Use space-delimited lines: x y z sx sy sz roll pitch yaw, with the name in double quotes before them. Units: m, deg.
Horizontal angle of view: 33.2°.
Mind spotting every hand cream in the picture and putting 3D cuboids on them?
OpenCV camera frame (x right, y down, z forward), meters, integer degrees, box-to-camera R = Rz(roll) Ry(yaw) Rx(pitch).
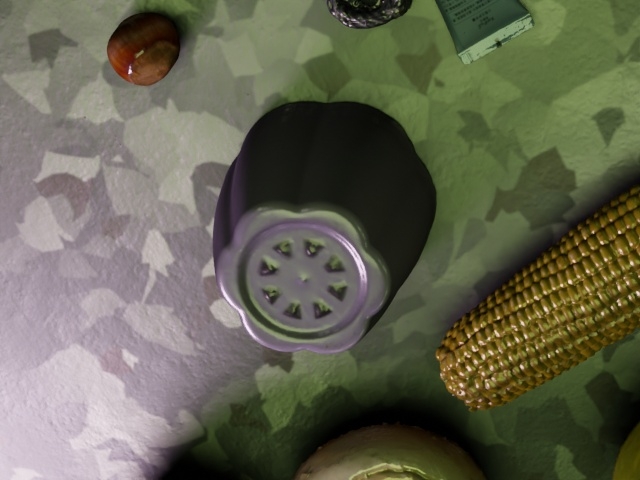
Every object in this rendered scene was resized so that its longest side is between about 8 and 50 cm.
"hand cream" 0.128 -0.323 1.159 0.091 0.058 0.271 -30 109 15

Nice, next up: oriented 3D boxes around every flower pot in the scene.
"flower pot" 0.000 0.000 1.208 0.265 0.243 0.265 2 114 4

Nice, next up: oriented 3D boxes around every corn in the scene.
"corn" 0.306 0.059 1.250 0.387 0.144 0.144 -38 103 25

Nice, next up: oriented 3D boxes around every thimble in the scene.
"thimble" 0.050 -0.285 1.173 0.095 0.066 0.104 -23 104 27

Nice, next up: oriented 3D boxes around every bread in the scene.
"bread" 0.084 0.366 1.390 0.305 0.159 0.305 1 115 3

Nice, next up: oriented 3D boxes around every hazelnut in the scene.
"hazelnut" -0.203 -0.221 1.235 0.086 0.086 0.086 3 113 6

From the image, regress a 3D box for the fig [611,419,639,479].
"fig" 0.508 0.266 1.239 0.316 0.316 0.316 3 113 6
